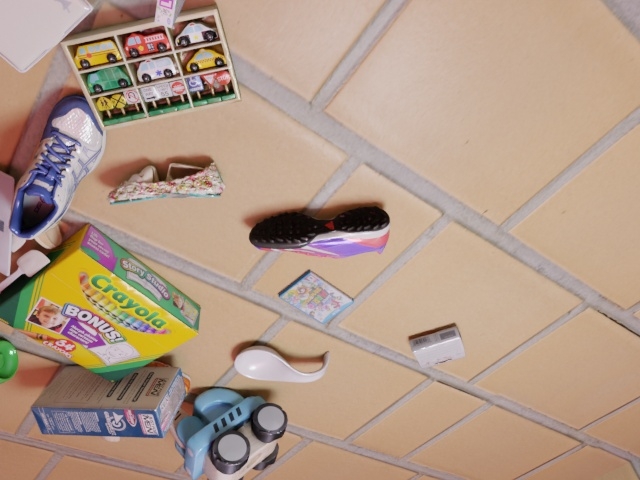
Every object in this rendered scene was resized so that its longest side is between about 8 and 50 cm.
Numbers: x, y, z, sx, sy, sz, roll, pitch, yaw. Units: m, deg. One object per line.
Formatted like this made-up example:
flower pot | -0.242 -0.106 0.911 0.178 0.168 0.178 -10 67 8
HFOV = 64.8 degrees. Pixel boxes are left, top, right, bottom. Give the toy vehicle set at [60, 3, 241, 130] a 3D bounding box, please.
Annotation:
toy vehicle set | -0.290 -0.302 0.895 0.267 0.035 0.165 -12 130 0

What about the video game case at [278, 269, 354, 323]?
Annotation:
video game case | -0.010 0.153 1.331 0.119 0.015 0.166 -39 123 25

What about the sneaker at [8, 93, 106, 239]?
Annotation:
sneaker | -0.493 -0.128 0.950 0.112 0.131 0.296 23 108 -21

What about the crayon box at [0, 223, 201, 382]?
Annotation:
crayon box | -0.536 0.173 1.240 0.313 0.106 0.363 -30 126 19

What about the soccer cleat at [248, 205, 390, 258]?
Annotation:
soccer cleat | 0.000 0.000 1.149 0.319 0.108 0.116 -7 134 -3

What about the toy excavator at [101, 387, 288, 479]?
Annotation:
toy excavator | -0.389 0.561 1.528 0.433 0.445 0.222 -26 143 -40

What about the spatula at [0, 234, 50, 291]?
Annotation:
spatula | -0.725 0.030 1.128 0.242 0.019 0.168 -29 106 26

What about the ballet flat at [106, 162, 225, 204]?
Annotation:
ballet flat | -0.319 -0.120 1.044 0.241 0.091 0.077 -5 100 -6

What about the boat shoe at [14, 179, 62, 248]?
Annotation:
boat shoe | -0.586 -0.052 1.075 0.059 0.063 0.170 -2 130 4

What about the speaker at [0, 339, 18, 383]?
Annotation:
speaker | -0.972 0.346 1.335 0.297 0.131 0.131 -12 130 5

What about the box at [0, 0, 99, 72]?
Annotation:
box | -0.391 -0.369 0.713 0.149 0.232 0.127 -31 127 19

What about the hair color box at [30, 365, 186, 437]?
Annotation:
hair color box | -0.565 0.434 1.371 0.348 0.174 0.105 -1 115 8

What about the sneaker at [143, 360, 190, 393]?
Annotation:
sneaker | -0.453 0.403 1.468 0.175 0.067 0.064 34 121 -27

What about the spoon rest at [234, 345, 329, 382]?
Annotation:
spoon rest | -0.109 0.360 1.453 0.277 0.084 0.137 4 129 -10

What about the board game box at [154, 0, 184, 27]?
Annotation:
board game box | -0.217 -0.397 0.757 0.026 0.154 0.103 12 128 -15

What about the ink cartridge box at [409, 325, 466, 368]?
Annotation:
ink cartridge box | 0.353 0.323 1.504 0.146 0.045 0.179 -19 147 10

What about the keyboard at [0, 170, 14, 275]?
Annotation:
keyboard | -0.682 -0.037 1.065 0.072 0.014 0.255 24 120 1
